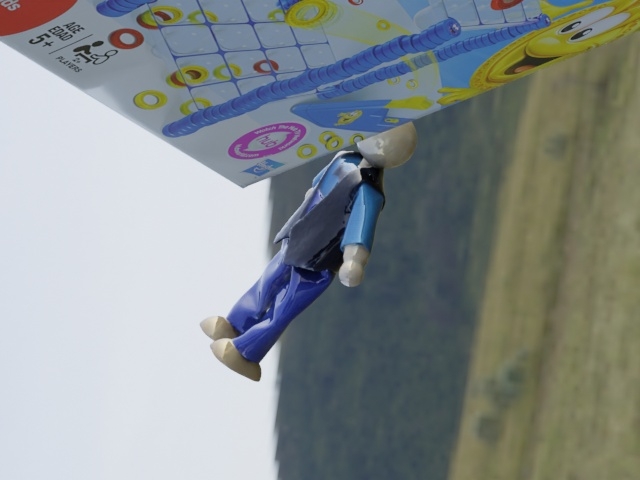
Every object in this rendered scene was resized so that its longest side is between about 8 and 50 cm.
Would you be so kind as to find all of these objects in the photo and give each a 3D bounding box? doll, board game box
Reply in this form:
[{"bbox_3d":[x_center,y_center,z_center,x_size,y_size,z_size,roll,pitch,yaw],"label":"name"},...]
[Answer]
[{"bbox_3d":[0.000,0.000,1.114,0.189,0.046,0.129,-53,23,9],"label":"doll"},{"bbox_3d":[0.035,-0.145,0.734,0.308,0.302,0.086,30,-139,-67],"label":"board game box"}]
